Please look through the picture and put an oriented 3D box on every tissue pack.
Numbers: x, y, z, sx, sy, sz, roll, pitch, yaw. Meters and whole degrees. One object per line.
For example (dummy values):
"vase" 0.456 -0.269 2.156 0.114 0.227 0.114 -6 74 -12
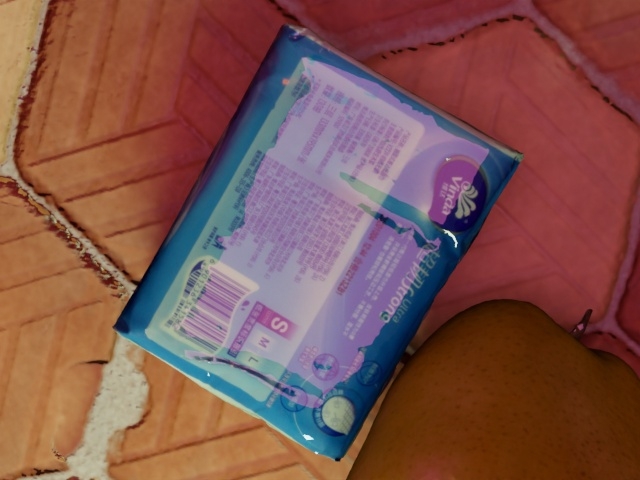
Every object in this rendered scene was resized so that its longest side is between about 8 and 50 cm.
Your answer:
"tissue pack" 0.000 0.000 1.153 0.198 0.146 0.263 30 96 3

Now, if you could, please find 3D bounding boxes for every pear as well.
"pear" 0.138 0.213 1.085 0.285 0.285 0.336 1 93 8
